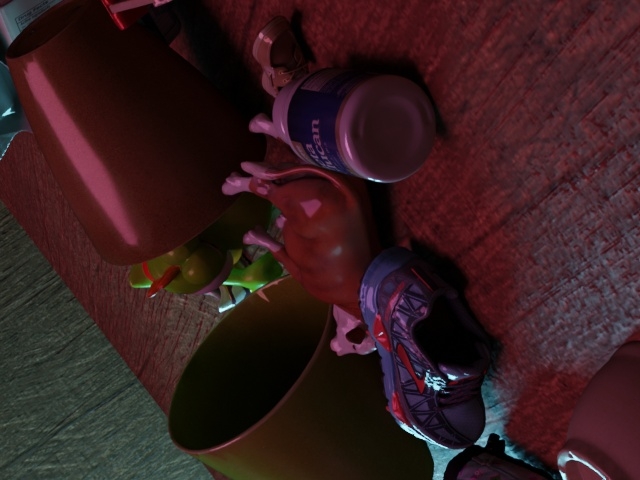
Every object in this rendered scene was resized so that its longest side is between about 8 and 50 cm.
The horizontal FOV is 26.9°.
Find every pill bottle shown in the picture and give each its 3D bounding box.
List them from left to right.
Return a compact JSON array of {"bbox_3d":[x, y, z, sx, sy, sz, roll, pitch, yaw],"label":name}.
[{"bbox_3d":[0.023,-0.108,1.217,0.169,0.094,0.094,20,143,61],"label":"pill bottle"}]

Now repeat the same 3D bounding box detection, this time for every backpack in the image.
[{"bbox_3d":[0.221,0.318,1.484,0.182,0.115,0.152,20,140,56],"label":"backpack"}]

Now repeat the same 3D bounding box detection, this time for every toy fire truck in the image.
[{"bbox_3d":[-0.126,-0.252,1.257,0.047,0.135,0.192,61,161,-22],"label":"toy fire truck"}]

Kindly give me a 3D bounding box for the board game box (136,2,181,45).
[{"bbox_3d":[-0.238,-0.303,1.552,0.194,0.060,0.194,28,159,38],"label":"board game box"}]

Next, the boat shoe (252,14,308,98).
[{"bbox_3d":[-0.033,-0.174,1.321,0.045,0.050,0.135,44,171,17],"label":"boat shoe"}]

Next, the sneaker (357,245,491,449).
[{"bbox_3d":[0.125,0.134,1.403,0.125,0.104,0.262,26,148,51],"label":"sneaker"}]

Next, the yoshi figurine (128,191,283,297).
[{"bbox_3d":[-0.141,-0.023,1.763,0.362,0.203,0.203,-150,66,-81],"label":"yoshi figurine"}]

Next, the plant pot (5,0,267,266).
[{"bbox_3d":[-0.225,-0.142,1.498,0.254,0.237,0.237,54,164,-28],"label":"plant pot"}]

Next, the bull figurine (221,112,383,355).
[{"bbox_3d":[0.000,0.000,1.451,0.188,0.101,0.310,30,151,26],"label":"bull figurine"}]

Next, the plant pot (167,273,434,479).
[{"bbox_3d":[0.006,0.236,1.708,0.293,0.275,0.274,44,168,-25],"label":"plant pot"}]

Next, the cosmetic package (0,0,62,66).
[{"bbox_3d":[-0.363,-0.279,1.792,0.129,0.153,0.296,43,158,27],"label":"cosmetic package"}]

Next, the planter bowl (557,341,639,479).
[{"bbox_3d":[0.267,0.181,1.115,0.162,0.109,0.162,47,162,21],"label":"planter bowl"}]

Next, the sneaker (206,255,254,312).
[{"bbox_3d":[-0.174,0.028,1.995,0.185,0.084,0.070,42,159,32],"label":"sneaker"}]

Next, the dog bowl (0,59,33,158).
[{"bbox_3d":[-0.553,-0.148,1.750,0.102,0.348,0.349,57,168,36],"label":"dog bowl"}]
